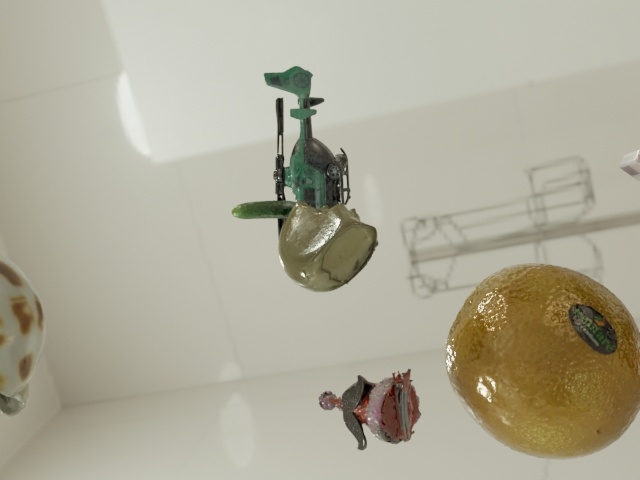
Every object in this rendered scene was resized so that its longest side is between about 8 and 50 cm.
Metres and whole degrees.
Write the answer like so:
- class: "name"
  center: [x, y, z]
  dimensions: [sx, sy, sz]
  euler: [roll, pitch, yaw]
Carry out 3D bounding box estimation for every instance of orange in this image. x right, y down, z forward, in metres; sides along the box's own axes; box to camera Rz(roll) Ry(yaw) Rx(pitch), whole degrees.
- class: "orange"
  center: [0.258, 0.138, 1.377]
  dimensions: [0.236, 0.236, 0.236]
  euler: [-11, -90, -72]

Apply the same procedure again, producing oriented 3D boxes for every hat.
- class: "hat"
  center: [0.081, 0.307, 2.290]
  dimensions: [0.129, 0.227, 0.140]
  euler: [-43, -57, -39]

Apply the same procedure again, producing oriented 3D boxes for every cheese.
- class: "cheese"
  center: [0.000, 0.000, 2.199]
  dimensions: [0.091, 0.175, 0.202]
  euler: [40, -175, -38]

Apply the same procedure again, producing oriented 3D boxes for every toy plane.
- class: "toy plane"
  center: [-0.026, -0.163, 2.423]
  dimensions: [0.106, 0.155, 0.382]
  euler: [-71, -21, -66]

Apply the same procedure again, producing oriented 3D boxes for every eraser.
- class: "eraser"
  center: [0.590, -0.121, 2.148]
  dimensions: [0.105, 0.065, 0.026]
  euler: [31, -106, -15]

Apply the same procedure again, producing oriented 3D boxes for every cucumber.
- class: "cucumber"
  center: [-0.093, -0.059, 2.298]
  dimensions: [0.037, 0.155, 0.037]
  euler: [177, 90, -85]

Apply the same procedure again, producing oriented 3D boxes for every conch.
- class: "conch"
  center: [-0.397, 0.072, 1.321]
  dimensions: [0.149, 0.275, 0.183]
  euler: [-52, -21, -25]
